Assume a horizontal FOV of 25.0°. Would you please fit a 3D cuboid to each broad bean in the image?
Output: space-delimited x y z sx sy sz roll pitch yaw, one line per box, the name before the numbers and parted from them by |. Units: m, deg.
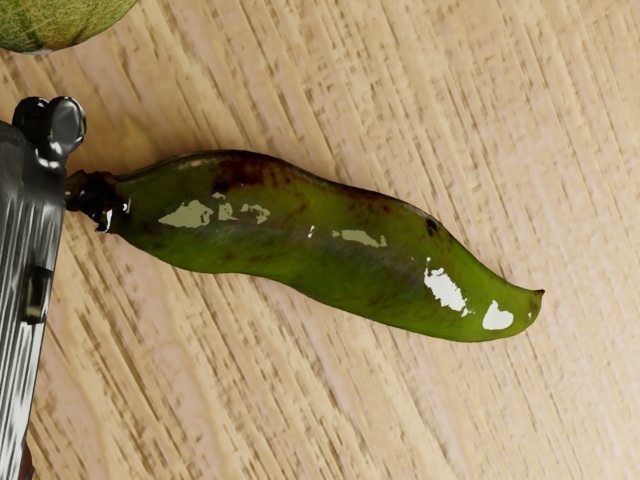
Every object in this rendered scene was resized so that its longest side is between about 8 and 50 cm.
broad bean | 0.000 0.000 0.830 0.339 0.061 0.077 16 104 -25

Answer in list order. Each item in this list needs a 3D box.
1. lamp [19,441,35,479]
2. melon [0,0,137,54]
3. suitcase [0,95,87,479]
lamp | -0.219 0.140 0.730 0.135 0.157 0.156 14 113 -7
melon | -0.133 -0.156 0.723 0.160 0.079 0.128 -8 105 -22
suitcase | -0.249 0.084 0.592 0.152 0.229 0.335 22 74 -58
